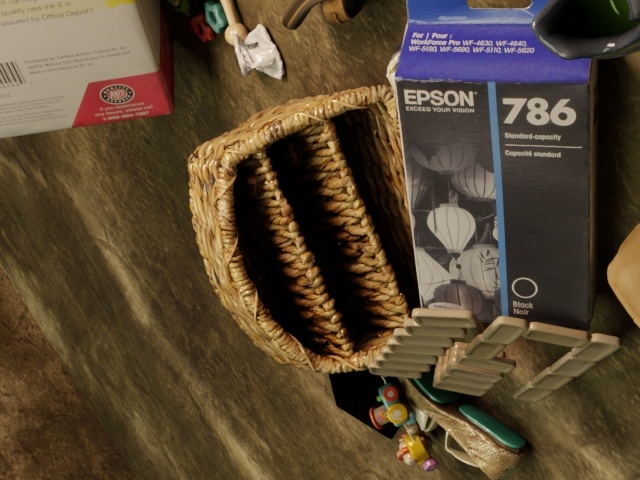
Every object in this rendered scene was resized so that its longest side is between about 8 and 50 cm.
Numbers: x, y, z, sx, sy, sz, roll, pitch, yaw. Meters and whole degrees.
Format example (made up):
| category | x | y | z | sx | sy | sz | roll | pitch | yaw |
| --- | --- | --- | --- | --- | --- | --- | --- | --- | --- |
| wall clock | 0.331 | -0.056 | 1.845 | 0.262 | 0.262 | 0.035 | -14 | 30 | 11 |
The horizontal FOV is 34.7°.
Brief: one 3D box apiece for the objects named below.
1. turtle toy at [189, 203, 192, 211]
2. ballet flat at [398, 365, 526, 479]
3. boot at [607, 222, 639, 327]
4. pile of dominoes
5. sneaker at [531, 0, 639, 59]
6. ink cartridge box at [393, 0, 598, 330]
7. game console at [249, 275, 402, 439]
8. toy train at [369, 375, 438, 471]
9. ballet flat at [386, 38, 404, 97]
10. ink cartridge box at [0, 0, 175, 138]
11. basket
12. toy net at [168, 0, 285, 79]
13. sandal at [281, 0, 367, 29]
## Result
| category | x | y | z | sx | sy | sz | roll | pitch | yaw |
| --- | --- | --- | --- | --- | --- | --- | --- | --- | --- |
| turtle toy | -0.132 | -0.020 | 1.498 | 0.095 | 0.066 | 0.130 | 15 | 130 | 54 |
| ballet flat | 0.155 | 0.216 | 1.238 | 0.206 | 0.073 | 0.067 | 39 | 114 | 37 |
| boot | 0.347 | 0.027 | 0.741 | 0.236 | 0.089 | 0.269 | 58 | 154 | 26 |
| pile of dominoes | 0.165 | 0.105 | 1.041 | 0.196 | 0.040 | 0.251 | 12 | 157 | -4 |
| sneaker | 0.249 | -0.189 | 0.644 | 0.111 | 0.121 | 0.300 | 57 | 152 | 5 |
| ink cartridge box | 0.157 | -0.069 | 0.895 | 0.165 | 0.065 | 0.333 | 3 | 126 | 21 |
| game console | -0.017 | 0.132 | 1.472 | 0.361 | 0.044 | 0.213 | 24 | 136 | 47 |
| toy train | 0.099 | 0.231 | 1.301 | 0.166 | 0.046 | 0.125 | 59 | -175 | -29 |
| ballet flat | 0.104 | -0.167 | 0.962 | 0.203 | 0.074 | 0.074 | -11 | 107 | 61 |
| ink cartridge box | -0.354 | -0.320 | 1.253 | 0.385 | 0.279 | 0.160 | 80 | -176 | -54 |
| basket | 0.000 | 0.000 | 1.141 | 0.223 | 0.213 | 0.299 | 6 | 122 | 58 |
| toy net | -0.133 | -0.266 | 1.286 | 0.232 | 0.045 | 0.122 | 49 | 150 | 20 |
| sandal | 0.030 | -0.255 | 1.012 | 0.060 | 0.090 | 0.219 | 43 | 149 | -15 |
